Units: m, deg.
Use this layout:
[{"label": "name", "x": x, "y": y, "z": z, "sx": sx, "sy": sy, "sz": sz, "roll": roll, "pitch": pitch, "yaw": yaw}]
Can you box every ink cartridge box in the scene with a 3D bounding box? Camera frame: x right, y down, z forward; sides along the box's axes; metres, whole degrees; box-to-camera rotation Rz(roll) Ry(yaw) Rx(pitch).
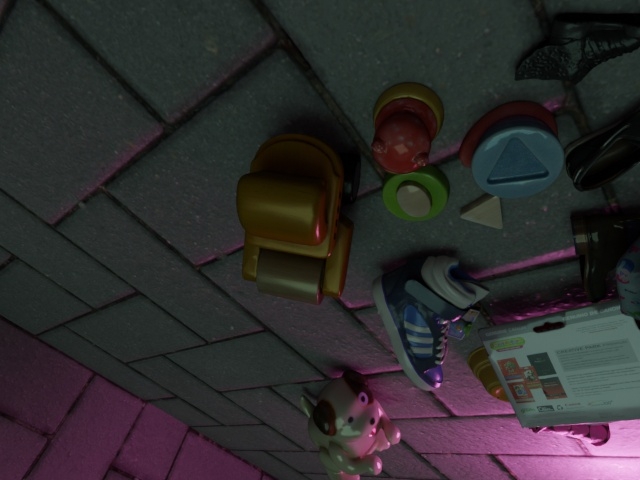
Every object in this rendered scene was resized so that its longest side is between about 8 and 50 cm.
[{"label": "ink cartridge box", "x": 0.559, "y": 0.256, "z": 0.926, "sx": 0.309, "sy": 0.130, "sz": 0.272, "roll": -24, "pitch": 96, "yaw": 36}]

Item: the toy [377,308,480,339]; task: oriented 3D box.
[{"label": "toy", "x": 0.270, "y": 0.203, "z": 1.067, "sx": 0.236, "sy": 0.056, "sz": 0.137, "roll": 14, "pitch": 137, "yaw": 6}]

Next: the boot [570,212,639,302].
[{"label": "boot", "x": 0.545, "y": 0.038, "z": 0.773, "sx": 0.106, "sy": 0.082, "sz": 0.219, "roll": -11, "pitch": 128, "yaw": 33}]

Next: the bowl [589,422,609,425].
[{"label": "bowl", "x": 0.766, "y": 0.457, "z": 1.154, "sx": 0.142, "sy": 0.053, "sz": 0.142, "roll": 31, "pitch": 137, "yaw": -14}]

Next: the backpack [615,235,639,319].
[{"label": "backpack", "x": 0.620, "y": 0.055, "z": 0.657, "sx": 0.253, "sy": 0.191, "sz": 0.225, "roll": -42, "pitch": 128, "yaw": 0}]

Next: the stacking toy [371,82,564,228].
[{"label": "stacking toy", "x": 0.228, "y": -0.100, "z": 0.708, "sx": 0.308, "sy": 0.131, "sz": 0.280, "roll": 10, "pitch": 137, "yaw": 11}]

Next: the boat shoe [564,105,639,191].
[{"label": "boat shoe", "x": 0.480, "y": -0.152, "z": 0.600, "sx": 0.084, "sy": 0.079, "sz": 0.233, "roll": 38, "pitch": 134, "yaw": -17}]

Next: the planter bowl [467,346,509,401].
[{"label": "planter bowl", "x": 0.520, "y": 0.383, "z": 1.140, "sx": 0.216, "sy": 0.091, "sz": 0.217, "roll": 11, "pitch": 138, "yaw": 10}]

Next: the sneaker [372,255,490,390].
[{"label": "sneaker", "x": 0.282, "y": 0.188, "z": 0.939, "sx": 0.236, "sy": 0.130, "sz": 0.323, "roll": -22, "pitch": 100, "yaw": 29}]

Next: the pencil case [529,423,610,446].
[{"label": "pencil case", "x": 0.742, "y": 0.558, "z": 1.241, "sx": 0.209, "sy": 0.095, "sz": 0.098, "roll": 12, "pitch": 120, "yaw": 6}]

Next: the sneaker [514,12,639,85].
[{"label": "sneaker", "x": 0.363, "y": -0.254, "z": 0.558, "sx": 0.170, "sy": 0.051, "sz": 0.089, "roll": 12, "pitch": 138, "yaw": 15}]

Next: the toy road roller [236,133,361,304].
[{"label": "toy road roller", "x": -0.053, "y": -0.025, "z": 0.752, "sx": 0.202, "sy": 0.240, "sz": 0.330, "roll": 10, "pitch": 106, "yaw": 11}]

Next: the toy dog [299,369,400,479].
[{"label": "toy dog", "x": 0.097, "y": 0.629, "z": 1.463, "sx": 0.395, "sy": 0.284, "sz": 0.408, "roll": 43, "pitch": 150, "yaw": 30}]
